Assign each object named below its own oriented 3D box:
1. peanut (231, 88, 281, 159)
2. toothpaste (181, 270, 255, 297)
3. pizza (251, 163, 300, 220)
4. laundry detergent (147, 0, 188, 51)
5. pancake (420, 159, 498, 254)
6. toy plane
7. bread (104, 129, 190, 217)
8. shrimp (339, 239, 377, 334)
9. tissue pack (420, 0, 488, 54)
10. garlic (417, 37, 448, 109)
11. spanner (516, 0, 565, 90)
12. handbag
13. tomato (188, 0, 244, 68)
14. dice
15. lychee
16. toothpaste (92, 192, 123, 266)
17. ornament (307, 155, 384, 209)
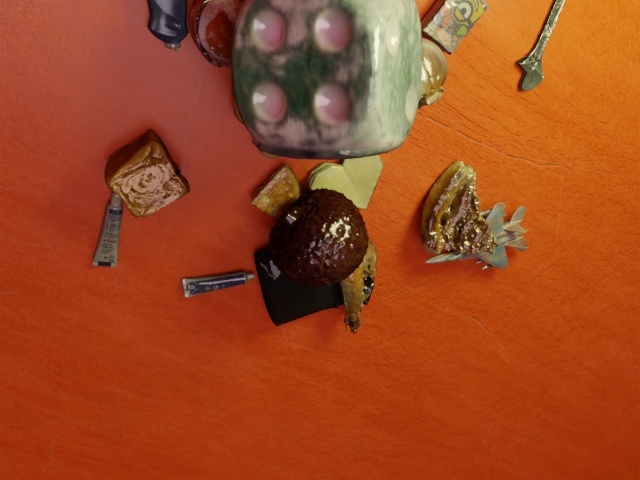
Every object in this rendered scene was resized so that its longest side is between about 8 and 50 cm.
[{"bbox_3d":[-0.139,-0.298,1.696,0.103,0.098,0.229,-9,127,36],"label":"peanut"},{"bbox_3d":[-0.274,0.112,1.896,0.197,0.035,0.057,-10,109,-9],"label":"toothpaste"},{"bbox_3d":[-0.116,-0.119,1.819,0.134,0.046,0.174,0,115,-19],"label":"pizza"},{"bbox_3d":[-0.338,-0.520,1.546,0.097,0.061,0.206,-12,120,-20],"label":"laundry detergent"},{"bbox_3d":[0.397,-0.059,1.934,0.245,0.057,0.266,34,97,3],"label":"pancake"},{"bbox_3d":[0.448,0.009,2.020,0.327,0.104,0.222,-14,118,-5],"label":"toy plane"},{"bbox_3d":[-0.413,-0.154,1.662,0.158,0.143,0.149,-37,120,-1],"label":"bread"},{"bbox_3d":[0.111,0.124,1.979,0.152,0.063,0.287,-24,121,-45],"label":"shrimp"},{"bbox_3d":[0.325,-0.549,1.726,0.109,0.060,0.148,31,105,-26],"label":"tissue pack"},{"bbox_3d":[0.207,-0.395,1.718,0.160,0.214,0.191,-31,89,-27],"label":"garlic"},{"bbox_3d":[0.592,-0.545,1.828,0.093,0.026,0.325,12,111,-23],"label":"spanner"},{"bbox_3d":[-0.054,0.111,1.934,0.223,0.080,0.246,-16,119,-9],"label":"handbag"},{"bbox_3d":[-0.207,-0.498,1.564,0.228,0.112,0.199,-52,138,-10],"label":"tomato"},{"bbox_3d":[0.023,-0.363,1.505,0.328,0.330,0.348,7,105,24],"label":"dice"},{"bbox_3d":[0.000,0.000,1.755,0.261,0.260,0.260,-7,117,-13],"label":"lychee"},{"bbox_3d":[-0.525,-0.026,1.752,0.062,0.037,0.216,8,117,-20],"label":"toothpaste"},{"bbox_3d":[0.080,-0.150,1.860,0.201,0.059,0.180,-30,121,3],"label":"ornament"}]
